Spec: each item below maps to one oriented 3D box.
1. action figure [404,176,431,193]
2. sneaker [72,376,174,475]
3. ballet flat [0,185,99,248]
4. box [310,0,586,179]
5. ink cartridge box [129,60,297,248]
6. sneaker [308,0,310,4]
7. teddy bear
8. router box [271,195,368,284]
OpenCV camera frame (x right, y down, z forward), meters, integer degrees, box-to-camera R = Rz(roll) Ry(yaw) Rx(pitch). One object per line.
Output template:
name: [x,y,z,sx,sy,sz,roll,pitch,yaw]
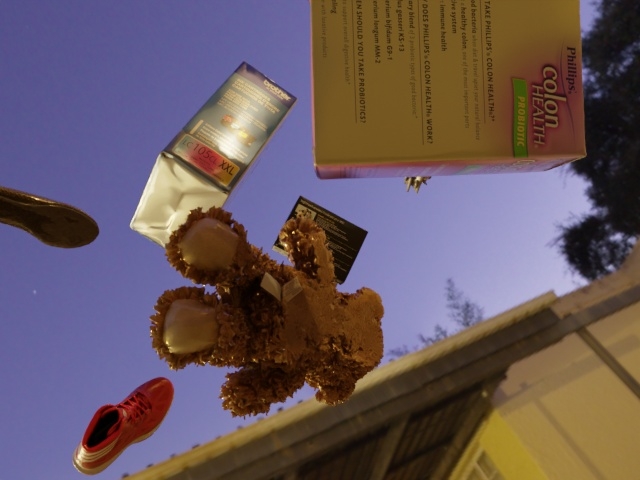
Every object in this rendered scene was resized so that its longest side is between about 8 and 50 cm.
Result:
action figure: [0.252,-0.199,1.291,0.285,0.099,0.185,-25,-22,-34]
sneaker: [-0.327,0.306,1.106,0.221,0.087,0.128,-49,-4,-43]
ballet flat: [-0.471,-0.047,1.006,0.249,0.058,0.084,18,-66,-45]
box: [0.112,-0.174,0.611,0.242,0.214,0.117,-2,-1,2]
ink cartridge box: [-0.205,-0.182,1.319,0.270,0.151,0.396,-48,9,48]
sneaker: [0.022,-0.436,1.054,0.236,0.105,0.095,11,-7,3]
teddy bear: [-0.060,0.087,0.745,0.113,0.245,0.338,-13,-11,37]
router box: [0.000,0.000,1.414,0.133,0.178,0.046,-63,4,-16]
